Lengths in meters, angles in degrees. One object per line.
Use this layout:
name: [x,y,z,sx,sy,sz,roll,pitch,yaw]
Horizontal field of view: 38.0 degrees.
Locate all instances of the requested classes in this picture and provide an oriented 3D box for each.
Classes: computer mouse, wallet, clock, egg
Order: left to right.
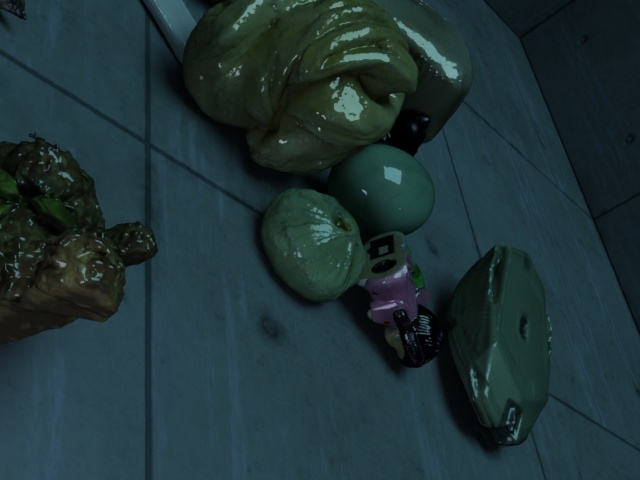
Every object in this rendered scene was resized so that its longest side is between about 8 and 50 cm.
wallet: [-0.241,-0.368,1.551,0.190,0.033,0.095,59,29,6]
egg: [0.112,-0.087,1.677,0.231,0.168,0.168,16,47,-46]
clock: [0.139,0.103,1.581,0.194,0.100,0.195,-78,147,-66]
computer mouse: [0.330,0.193,1.775,0.228,0.145,0.429,48,39,-32]

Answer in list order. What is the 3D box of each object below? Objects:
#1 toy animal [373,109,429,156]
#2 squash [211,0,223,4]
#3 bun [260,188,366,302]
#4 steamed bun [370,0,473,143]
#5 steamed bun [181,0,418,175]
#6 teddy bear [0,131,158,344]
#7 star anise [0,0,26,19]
toy animal: [0.095,-0.196,1.774,0.179,0.218,0.116,92,-8,-61]
squash: [-0.172,-0.462,1.731,0.201,0.066,0.066,16,47,-45]
bun: [0.000,0.000,1.462,0.195,0.118,0.195,43,27,-28]
steamed bun: [0.109,-0.381,1.805,0.383,0.247,0.236,25,47,-5]
steamed bun: [-0.017,-0.267,1.493,0.372,0.325,0.230,45,-5,-25]
teddy bear: [-0.274,-0.020,0.892,0.246,0.296,0.223,11,70,-18]
star anise: [-0.435,-0.345,1.181,0.129,0.056,0.124,22,43,-48]
